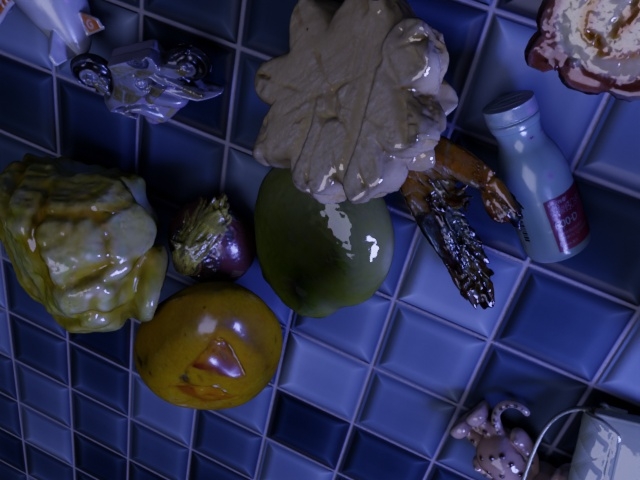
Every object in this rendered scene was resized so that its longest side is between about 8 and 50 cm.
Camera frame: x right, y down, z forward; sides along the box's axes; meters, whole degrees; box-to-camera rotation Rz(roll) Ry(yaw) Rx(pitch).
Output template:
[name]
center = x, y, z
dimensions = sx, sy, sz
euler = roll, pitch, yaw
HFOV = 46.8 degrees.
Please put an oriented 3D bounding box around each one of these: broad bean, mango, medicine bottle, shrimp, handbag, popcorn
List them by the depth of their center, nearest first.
[medicine bottle]
center = 0.276, -0.081, 0.954
dimensions = 0.090, 0.090, 0.216
euler = -11, 115, 33
[shrimp]
center = 0.204, -0.018, 1.000
dimensions = 0.222, 0.054, 0.290
euler = 11, 132, 60
[handbag]
center = 0.422, 0.374, 1.134
dimensions = 0.219, 0.079, 0.256
euler = 12, 95, 14
[broad bean]
center = 0.000, 0.000, 1.138
dimensions = 0.238, 0.119, 0.291
euler = 25, 128, 22
[popcorn]
center = -0.403, 0.014, 1.233
dimensions = 0.294, 0.334, 0.292
euler = 14, 92, -15
[mango]
center = -0.191, 0.174, 1.281
dimensions = 0.253, 0.182, 0.365
euler = 11, 145, -11

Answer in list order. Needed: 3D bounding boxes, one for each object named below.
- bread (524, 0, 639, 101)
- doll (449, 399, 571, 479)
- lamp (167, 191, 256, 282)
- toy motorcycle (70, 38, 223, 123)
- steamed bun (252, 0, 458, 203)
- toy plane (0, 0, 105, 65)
[bread]
center = 0.347, -0.270, 0.766
dimensions = 0.190, 0.123, 0.244
euler = 26, 130, 7
[doll]
center = 0.346, 0.387, 1.239
dimensions = 0.278, 0.119, 0.154
euler = 50, 128, 1
[lamp]
center = -0.188, 0.008, 1.229
dimensions = 0.156, 0.135, 0.157
euler = -16, 117, 36
[toy motorcycle]
center = -0.257, -0.233, 1.125
dimensions = 0.225, 0.073, 0.152
euler = -2, 148, 16
[steamed bun]
center = 0.045, -0.181, 0.949
dimensions = 0.295, 0.137, 0.292
euler = -42, 63, 31
[toy plane]
center = -0.422, -0.380, 1.095
dimensions = 0.245, 0.117, 0.244
euler = 15, 129, 19
